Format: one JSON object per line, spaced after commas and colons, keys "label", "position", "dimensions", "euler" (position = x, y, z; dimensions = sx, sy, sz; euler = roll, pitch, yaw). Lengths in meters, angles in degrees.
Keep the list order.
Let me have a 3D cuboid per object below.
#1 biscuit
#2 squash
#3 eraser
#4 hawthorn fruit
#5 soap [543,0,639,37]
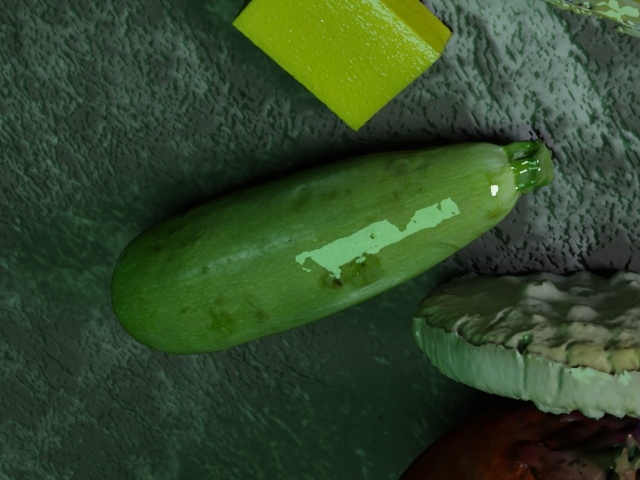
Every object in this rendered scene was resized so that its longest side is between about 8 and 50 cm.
{"label": "biscuit", "position": [0.203, 0.072, 1.022], "dimensions": [0.281, 0.179, 0.084], "euler": [4, 102, 10]}
{"label": "squash", "position": [-0.003, 0.004, 1.077], "dimensions": [0.371, 0.118, 0.118], "euler": [-17, 116, 27]}
{"label": "eraser", "position": [0.015, -0.150, 1.004], "dimensions": [0.122, 0.045, 0.097], "euler": [40, 128, -11]}
{"label": "hawthorn fruit", "position": [0.185, 0.229, 1.058], "dimensions": [0.276, 0.276, 0.307], "euler": [26, 139, 2]}
{"label": "soap", "position": [0.134, -0.227, 0.885], "dimensions": [0.233, 0.076, 0.135], "euler": [22, 129, 6]}
